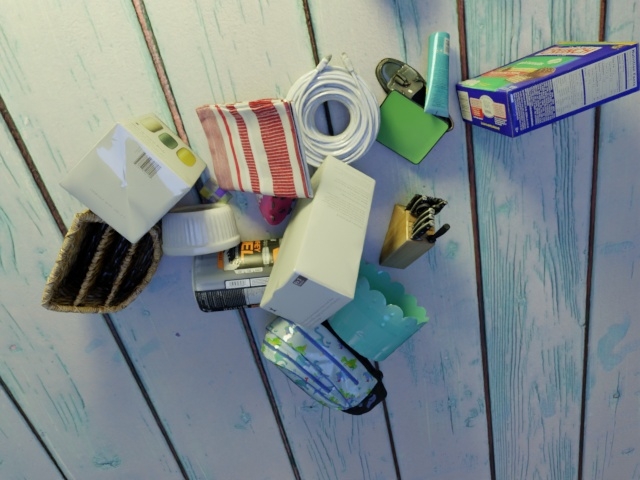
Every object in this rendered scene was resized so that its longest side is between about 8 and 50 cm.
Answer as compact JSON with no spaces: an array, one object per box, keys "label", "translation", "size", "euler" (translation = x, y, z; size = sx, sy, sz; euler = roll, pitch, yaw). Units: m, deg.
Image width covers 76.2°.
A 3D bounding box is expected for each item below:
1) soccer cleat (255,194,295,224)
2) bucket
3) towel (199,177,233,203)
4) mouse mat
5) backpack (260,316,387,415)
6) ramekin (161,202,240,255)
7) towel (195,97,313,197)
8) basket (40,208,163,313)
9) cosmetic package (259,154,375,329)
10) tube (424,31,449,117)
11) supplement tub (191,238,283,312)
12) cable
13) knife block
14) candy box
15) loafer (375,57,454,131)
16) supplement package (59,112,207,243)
[{"label":"soccer cleat","translation":[-0.147,-0.201,1.119],"size":[0.116,0.143,0.331],"euler":[-35,140,-39]},{"label":"bucket","translation":[0.160,0.209,1.226],"size":[0.281,0.281,0.183],"euler":[33,105,-18]},{"label":"towel","translation":[-0.300,-0.134,1.167],"size":[0.060,0.009,0.083],"euler":[-44,110,10]},{"label":"mouse mat","translation":[0.234,-0.306,1.120],"size":[0.190,0.007,0.152],"euler":[29,132,-9]},{"label":"backpack","translation":[-0.010,0.352,1.253],"size":[0.274,0.290,0.355],"euler":[-33,106,-13]},{"label":"ramekin","translation":[-0.326,-0.036,1.103],"size":[0.207,0.207,0.108],"euler":[-7,103,-5]},{"label":"towel","translation":[-0.170,-0.221,1.009],"size":[0.037,0.329,0.236],"euler":[-37,126,-40]},{"label":"basket","translation":[-0.556,0.058,1.097],"size":[0.214,0.223,0.299],"euler":[28,105,-16]},{"label":"cosmetic package","translation":[0.000,0.000,1.030],"size":[0.156,0.384,0.217],"euler":[25,143,-15]},{"label":"tube","translation":[0.308,-0.431,1.066],"size":[0.080,0.052,0.206],"euler":[2,90,-19]},{"label":"supplement tub","translation":[-0.192,0.096,1.173],"size":[0.316,0.193,0.193],"euler":[-5,112,-6]},{"label":"cable","translation":[0.028,-0.324,1.082],"size":[0.257,0.089,0.257],"euler":[-36,108,15]},{"label":"knife block","translation":[0.267,-0.004,1.164],"size":[0.088,0.242,0.275],"euler":[10,110,-10]},{"label":"candy box","translation":[0.556,-0.391,1.035],"size":[0.318,0.268,0.122],"euler":[-20,116,0]},{"label":"loafer","translation":[0.263,-0.390,1.096],"size":[0.268,0.084,0.096],"euler":[36,103,-18]},{"label":"supplement package","translation":[-0.434,-0.164,1.001],"size":[0.198,0.262,0.199],"euler":[-41,110,10]}]
